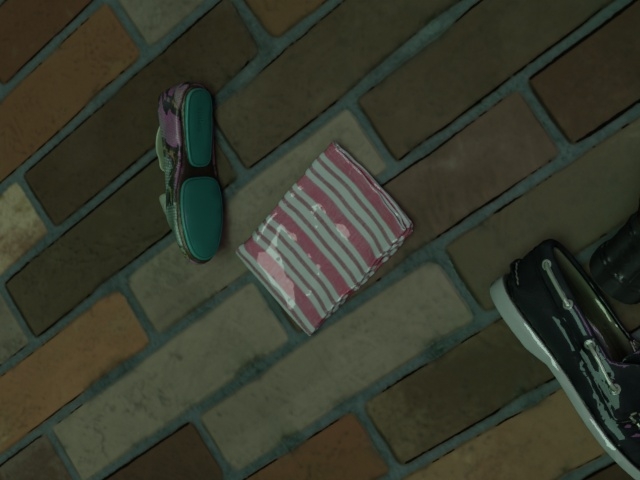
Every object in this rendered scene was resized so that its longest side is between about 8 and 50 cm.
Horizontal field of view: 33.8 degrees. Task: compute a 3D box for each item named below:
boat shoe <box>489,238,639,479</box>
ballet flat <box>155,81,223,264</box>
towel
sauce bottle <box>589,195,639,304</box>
[{"bbox_3d":[0.302,0.133,1.086,0.302,0.114,0.091,49,118,10],"label":"boat shoe"},{"bbox_3d":[-0.166,-0.081,1.288,0.079,0.077,0.221,-3,91,42],"label":"ballet flat"},{"bbox_3d":[0.000,0.000,1.244,0.144,0.029,0.197,47,112,12],"label":"towel"},{"bbox_3d":[0.376,-0.066,0.983,0.111,0.111,0.344,45,131,12],"label":"sauce bottle"}]
